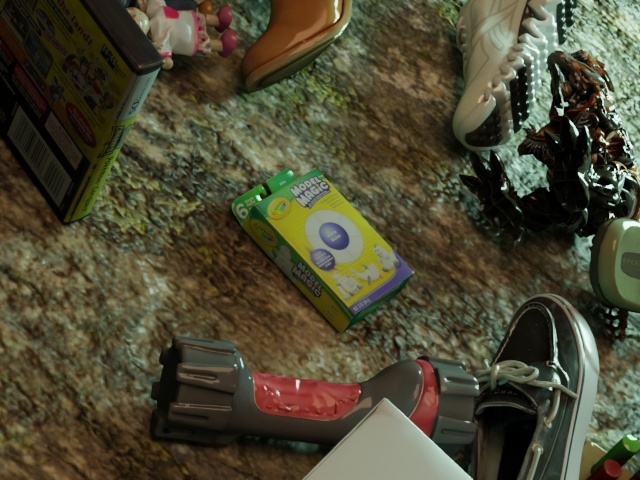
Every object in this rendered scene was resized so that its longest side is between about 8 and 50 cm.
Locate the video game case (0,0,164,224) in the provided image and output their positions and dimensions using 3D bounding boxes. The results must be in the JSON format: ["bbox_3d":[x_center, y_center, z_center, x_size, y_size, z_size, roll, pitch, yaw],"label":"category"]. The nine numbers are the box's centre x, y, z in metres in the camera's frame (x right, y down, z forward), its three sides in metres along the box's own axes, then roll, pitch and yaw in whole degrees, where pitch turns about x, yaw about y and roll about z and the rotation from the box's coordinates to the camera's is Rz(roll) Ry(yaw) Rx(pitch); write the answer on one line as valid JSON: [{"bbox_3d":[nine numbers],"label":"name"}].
[{"bbox_3d":[-0.272,-0.191,1.823,0.035,0.248,0.275,-24,69,-37],"label":"video game case"}]

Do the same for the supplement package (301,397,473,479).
[{"bbox_3d":[0.031,0.308,1.669,0.204,0.145,0.262,43,48,8],"label":"supplement package"}]

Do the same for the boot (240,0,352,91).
[{"bbox_3d":[-0.041,-0.316,2.083,0.220,0.109,0.283,47,72,-4],"label":"boot"}]

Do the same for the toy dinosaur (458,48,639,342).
[{"bbox_3d":[0.299,-0.060,2.096,0.218,0.164,0.322,5,49,-47],"label":"toy dinosaur"}]

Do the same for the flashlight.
[{"bbox_3d":[-0.003,0.145,1.806,0.304,0.103,0.103,11,52,-21],"label":"flashlight"}]

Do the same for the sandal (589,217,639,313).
[{"bbox_3d":[0.400,0.039,2.057,0.303,0.086,0.120,4,84,-49],"label":"sandal"}]

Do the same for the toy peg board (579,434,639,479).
[{"bbox_3d":[0.306,0.282,1.878,0.161,0.079,0.160,40,47,6],"label":"toy peg board"}]

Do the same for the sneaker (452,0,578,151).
[{"bbox_3d":[0.204,-0.216,2.209,0.118,0.110,0.292,16,51,18],"label":"sneaker"}]

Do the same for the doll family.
[{"bbox_3d":[-0.199,-0.291,2.054,0.163,0.118,0.263,2,73,-34],"label":"doll family"}]

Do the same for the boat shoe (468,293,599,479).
[{"bbox_3d":[0.195,0.165,1.878,0.105,0.113,0.306,44,47,-35],"label":"boat shoe"}]

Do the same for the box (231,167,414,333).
[{"bbox_3d":[0.000,0.000,1.961,0.179,0.043,0.105,45,47,12],"label":"box"}]
